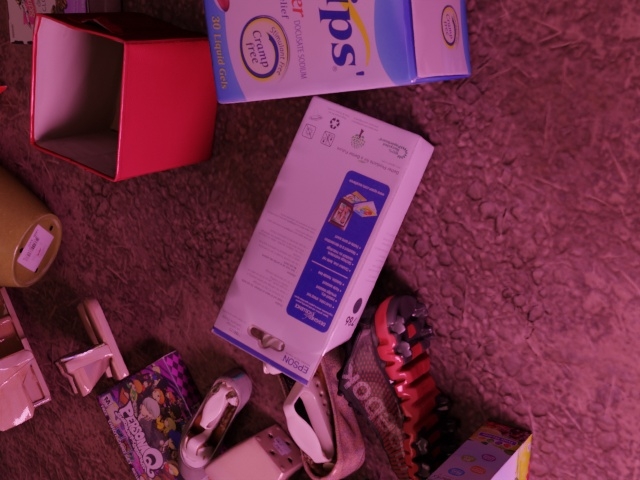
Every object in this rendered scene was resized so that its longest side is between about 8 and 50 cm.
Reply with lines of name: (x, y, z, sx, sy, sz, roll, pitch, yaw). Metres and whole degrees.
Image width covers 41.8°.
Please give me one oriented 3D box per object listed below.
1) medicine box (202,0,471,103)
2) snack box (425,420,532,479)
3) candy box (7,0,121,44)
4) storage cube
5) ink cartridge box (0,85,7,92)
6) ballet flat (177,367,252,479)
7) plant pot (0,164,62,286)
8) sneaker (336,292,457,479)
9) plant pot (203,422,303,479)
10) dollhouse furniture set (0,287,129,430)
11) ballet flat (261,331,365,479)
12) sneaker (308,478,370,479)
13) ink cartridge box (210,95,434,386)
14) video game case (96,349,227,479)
medicine box: (0.011, -0.307, 0.983, 0.289, 0.149, 0.264, 1, 103, 36)
snack box: (0.182, 0.339, 1.000, 0.070, 0.207, 0.175, 10, 109, 34)
candy box: (-0.403, -0.388, 1.307, 0.196, 0.070, 0.165, 10, 108, 33)
storage cube: (-0.274, -0.210, 1.187, 0.183, 0.193, 0.215, 22, 116, 29)
ink cartridge box: (-0.686, -0.263, 1.506, 0.231, 0.134, 0.078, -19, 91, 37)
ballet flat: (-0.178, 0.292, 1.302, 0.072, 0.068, 0.213, 33, 104, 14)
plant pot: (-0.615, -0.034, 1.460, 0.293, 0.275, 0.275, 23, 116, 12)
sneaker: (0.093, 0.209, 1.098, 0.135, 0.097, 0.276, -11, 94, 37)
plant pot: (-0.089, 0.341, 1.265, 0.109, 0.109, 0.096, 48, 114, 16)
dollhouse furniture set: (-0.568, 0.189, 1.421, 0.256, 0.362, 0.394, 67, 157, 0)
ballet flat: (-0.021, 0.190, 1.169, 0.107, 0.106, 0.316, -22, 89, 38)
sneaker: (-0.016, 0.419, 1.238, 0.295, 0.109, 0.124, -26, 83, 29)
ink cartridge box: (0.000, 0.000, 1.055, 0.165, 0.065, 0.333, 26, 92, 27)
video game case: (-0.264, 0.329, 1.422, 0.210, 0.042, 0.232, -31, 84, 36)
